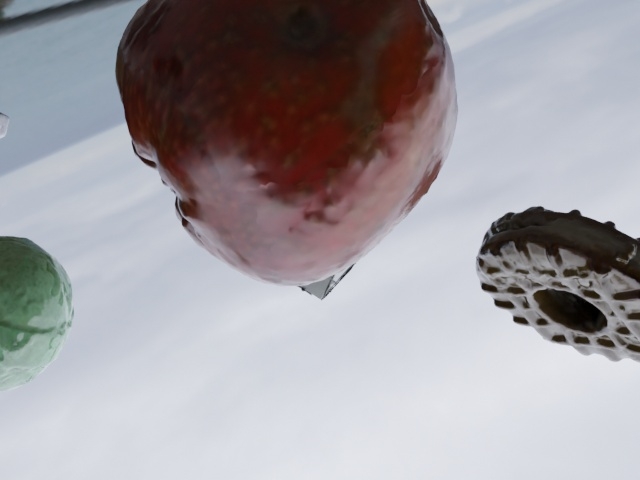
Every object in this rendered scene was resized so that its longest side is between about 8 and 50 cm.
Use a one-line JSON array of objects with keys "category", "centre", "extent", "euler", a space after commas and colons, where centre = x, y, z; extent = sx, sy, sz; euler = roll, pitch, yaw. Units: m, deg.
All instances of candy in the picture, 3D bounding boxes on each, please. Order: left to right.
[{"category": "candy", "centre": [-0.330, 0.199, 0.697], "extent": [0.439, 0.119, 0.119], "euler": [-64, -171, 8]}]

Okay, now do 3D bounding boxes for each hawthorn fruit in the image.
[{"category": "hawthorn fruit", "centre": [-0.017, -0.114, 0.645], "extent": [0.299, 0.275, 0.275], "euler": [-53, -169, 6]}]

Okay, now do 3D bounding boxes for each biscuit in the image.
[{"category": "biscuit", "centre": [0.389, 0.071, 1.247], "extent": [0.332, 0.332, 0.103], "euler": [-4, -129, 57]}]

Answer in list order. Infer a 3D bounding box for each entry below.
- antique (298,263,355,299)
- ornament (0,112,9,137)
[{"category": "antique", "centre": [0.000, 0.000, 1.568], "extent": [0.146, 0.152, 0.148], "euler": [-45, 165, -45]}, {"category": "ornament", "centre": [-0.662, -0.122, 1.236], "extent": [0.240, 0.239, 0.239], "euler": [10, 174, 14]}]
